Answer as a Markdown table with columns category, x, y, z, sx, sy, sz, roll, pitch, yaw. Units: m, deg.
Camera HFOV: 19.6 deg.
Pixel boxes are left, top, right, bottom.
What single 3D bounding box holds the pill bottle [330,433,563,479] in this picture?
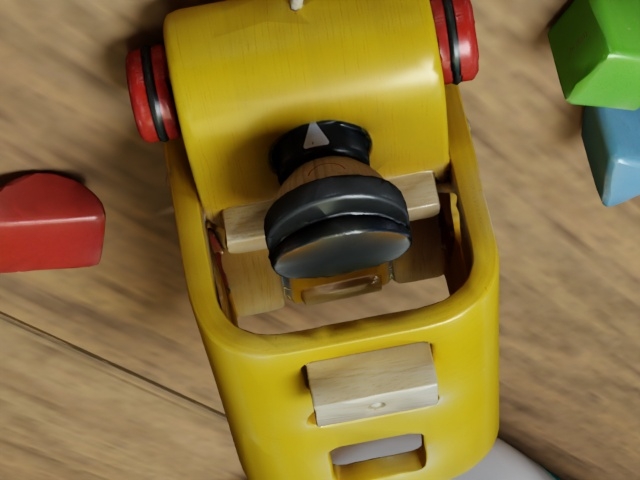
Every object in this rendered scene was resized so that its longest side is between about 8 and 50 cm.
| category | x | y | z | sx | sy | sz | roll | pitch | yaw |
| --- | --- | --- | --- | --- | --- | --- | --- | --- | --- |
| pill bottle | 0.091 | 0.183 | 0.837 | 0.146 | 0.146 | 0.264 | -24 | 148 | 20 |

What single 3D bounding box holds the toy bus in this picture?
| category | x | y | z | sx | sy | sz | roll | pitch | yaw |
| --- | --- | --- | --- | --- | --- | --- | --- | --- | --- |
| toy bus | 0.006 | 0.005 | 0.542 | 0.202 | 0.104 | 0.191 | 14 | 141 | -38 |
